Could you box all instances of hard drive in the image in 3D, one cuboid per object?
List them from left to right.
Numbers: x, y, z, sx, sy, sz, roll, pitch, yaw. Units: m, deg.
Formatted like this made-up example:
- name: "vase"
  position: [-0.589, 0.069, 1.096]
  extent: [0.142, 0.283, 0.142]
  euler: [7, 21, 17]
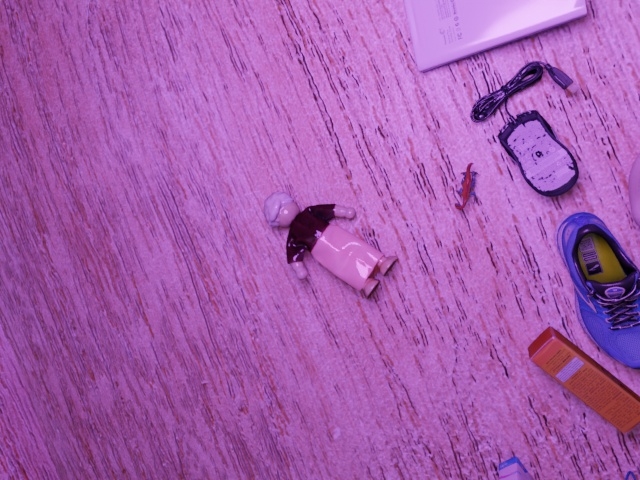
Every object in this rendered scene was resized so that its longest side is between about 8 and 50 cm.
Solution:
- name: "hard drive"
  position: [0.329, -0.489, 0.955]
  extent: [0.319, 0.040, 0.210]
  euler: [-10, 95, 31]

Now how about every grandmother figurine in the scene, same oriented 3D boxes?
- name: "grandmother figurine"
  position: [0.000, 0.000, 1.151]
  extent: [0.343, 0.104, 0.207]
  euler: [37, 81, 13]

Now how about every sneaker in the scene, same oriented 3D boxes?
- name: "sneaker"
  position: [0.557, 0.106, 0.943]
  extent: [0.130, 0.147, 0.329]
  euler: [-26, 90, 21]

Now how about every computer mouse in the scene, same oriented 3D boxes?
- name: "computer mouse"
  position: [0.452, -0.228, 0.977]
  extent: [0.184, 0.060, 0.261]
  euler: [-42, 72, 24]

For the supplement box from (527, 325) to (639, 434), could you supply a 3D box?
- name: "supplement box"
  position: [0.555, 0.289, 1.010]
  extent: [0.234, 0.078, 0.080]
  euler: [38, 108, 11]

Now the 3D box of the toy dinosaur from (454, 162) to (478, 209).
- name: "toy dinosaur"
  position: [0.308, -0.110, 1.040]
  extent: [0.047, 0.090, 0.082]
  euler: [9, 70, 33]

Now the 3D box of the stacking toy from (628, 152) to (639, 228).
- name: "stacking toy"
  position: [0.817, -0.114, 0.776]
  extent: [0.480, 0.350, 0.350]
  euler: [-30, 88, 4]

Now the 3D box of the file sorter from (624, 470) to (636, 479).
- name: "file sorter"
  position: [0.716, 0.564, 0.983]
  extent: [0.171, 0.104, 0.118]
  euler: [13, 103, 17]

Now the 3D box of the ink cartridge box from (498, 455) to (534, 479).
- name: "ink cartridge box"
  position: [0.439, 0.555, 1.067]
  extent: [0.052, 0.122, 0.088]
  euler: [-37, 85, 20]
